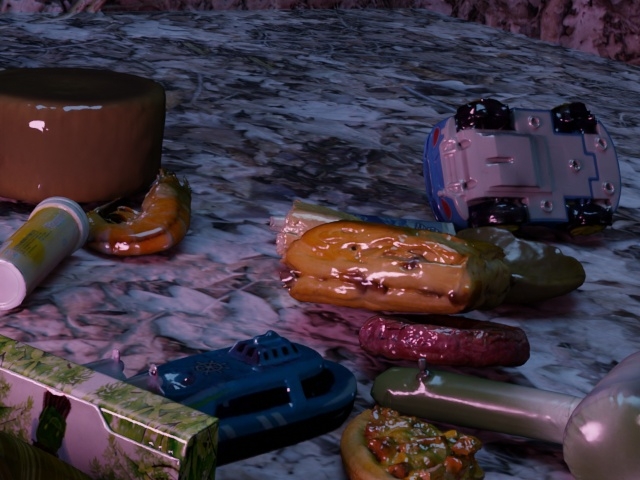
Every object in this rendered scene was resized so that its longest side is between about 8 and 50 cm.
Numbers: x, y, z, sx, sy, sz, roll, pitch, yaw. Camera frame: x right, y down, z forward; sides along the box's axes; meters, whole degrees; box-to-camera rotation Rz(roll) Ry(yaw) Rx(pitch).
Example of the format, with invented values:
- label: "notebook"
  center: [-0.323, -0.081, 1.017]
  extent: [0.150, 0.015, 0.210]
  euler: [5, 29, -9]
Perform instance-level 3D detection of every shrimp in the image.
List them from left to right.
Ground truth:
- label: "shrimp"
  center: [-0.232, -0.036, 1.851]
  extent: [0.150, 0.068, 0.249]
  euler: [5, 22, 10]

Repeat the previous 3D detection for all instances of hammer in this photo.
- label: "hammer"
  center: [0.205, 0.156, 1.356]
  extent: [0.335, 0.119, 0.206]
  euler: [8, 15, 25]

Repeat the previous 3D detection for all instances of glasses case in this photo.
- label: "glasses case"
  center: [-0.213, 0.157, 1.192]
  extent: [0.272, 0.095, 0.062]
  euler: [16, 24, 28]

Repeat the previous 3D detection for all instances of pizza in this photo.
- label: "pizza"
  center: [0.084, 0.191, 1.278]
  extent: [0.134, 0.046, 0.175]
  euler: [-1, 19, -22]

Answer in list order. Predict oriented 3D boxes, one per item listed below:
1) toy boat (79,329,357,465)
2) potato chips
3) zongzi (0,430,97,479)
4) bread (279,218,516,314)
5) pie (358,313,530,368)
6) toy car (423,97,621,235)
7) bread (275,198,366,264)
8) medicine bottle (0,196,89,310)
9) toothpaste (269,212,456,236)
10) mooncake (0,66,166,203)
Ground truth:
- label: "toy boat"
  center: [-0.085, 0.132, 1.334]
  extent: [0.299, 0.092, 0.134]
  euler: [-12, 22, -44]
- label: "potato chips"
  center: [0.236, 0.037, 1.796]
  extent: [0.195, 0.062, 0.208]
  euler: [5, 16, -25]
- label: "zongzi"
  center: [-0.348, 0.166, 1.092]
  extent: [0.286, 0.134, 0.288]
  euler: [15, 5, 36]
- label: "bread"
  center: [0.088, 0.029, 1.600]
  extent: [0.235, 0.099, 0.210]
  euler: [3, -1, 21]
- label: "pie"
  center: [0.132, 0.108, 1.506]
  extent: [0.182, 0.050, 0.182]
  euler: [4, 2, 0]
- label: "toy car"
  center: [0.293, -0.094, 2.069]
  extent: [0.314, 0.198, 0.166]
  euler: [-1, -12, -30]
- label: "bread"
  center: [0.001, -0.001, 1.803]
  extent: [0.106, 0.082, 0.125]
  euler: [20, 9, 6]
- label: "medicine bottle"
  center: [-0.334, 0.015, 1.639]
  extent: [0.074, 0.074, 0.218]
  euler: [9, 20, 6]
- label: "toothpaste"
  center: [0.062, -0.011, 1.915]
  extent: [0.268, 0.047, 0.069]
  euler: [6, 5, -16]
- label: "mooncake"
  center: [-0.361, -0.148, 1.995]
  extent: [0.284, 0.155, 0.284]
  euler: [5, 19, -2]
